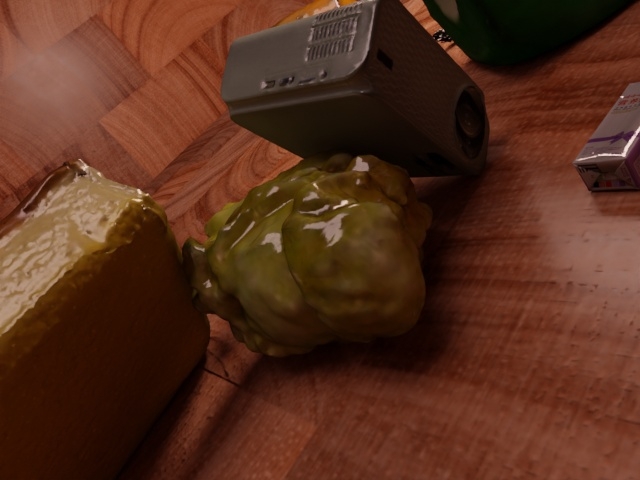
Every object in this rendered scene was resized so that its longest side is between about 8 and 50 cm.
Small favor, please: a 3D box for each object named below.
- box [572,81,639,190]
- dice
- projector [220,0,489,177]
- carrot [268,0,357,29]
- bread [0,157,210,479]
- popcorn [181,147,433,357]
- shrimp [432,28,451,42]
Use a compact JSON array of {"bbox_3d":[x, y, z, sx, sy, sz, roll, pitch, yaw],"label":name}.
[{"bbox_3d":[0.274,-0.094,0.448,0.117,0.036,0.051,-47,24,-18],"label":"box"},{"bbox_3d":[0.288,-0.450,0.733,0.300,0.297,0.287,-36,20,10],"label":"dice"},{"bbox_3d":[0.049,-0.151,0.575,0.199,0.251,0.108,4,79,41],"label":"projector"},{"bbox_3d":[-0.029,-0.546,1.462,0.341,0.224,0.224,-24,28,34],"label":"carrot"},{"bbox_3d":[-0.267,0.134,0.531,0.143,0.323,0.333,22,55,17],"label":"bread"},{"bbox_3d":[0.000,0.000,0.526,0.286,0.173,0.225,-16,29,48],"label":"popcorn"},{"bbox_3d":[0.299,-0.440,1.034,0.161,0.034,0.091,-30,13,7],"label":"shrimp"}]
